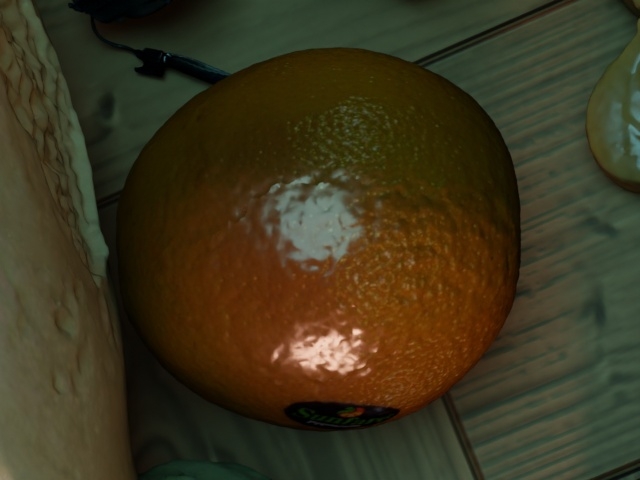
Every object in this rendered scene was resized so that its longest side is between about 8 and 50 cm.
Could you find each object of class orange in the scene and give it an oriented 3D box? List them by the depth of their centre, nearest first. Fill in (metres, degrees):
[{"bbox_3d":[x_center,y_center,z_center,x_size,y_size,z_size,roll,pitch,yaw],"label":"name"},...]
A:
[{"bbox_3d":[0.000,0.000,0.887,0.206,0.206,0.206,-3,76,11],"label":"orange"}]

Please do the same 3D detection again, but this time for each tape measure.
[{"bbox_3d":[-0.050,-0.140,1.013,0.179,0.104,0.107,29,63,-14],"label":"tape measure"}]

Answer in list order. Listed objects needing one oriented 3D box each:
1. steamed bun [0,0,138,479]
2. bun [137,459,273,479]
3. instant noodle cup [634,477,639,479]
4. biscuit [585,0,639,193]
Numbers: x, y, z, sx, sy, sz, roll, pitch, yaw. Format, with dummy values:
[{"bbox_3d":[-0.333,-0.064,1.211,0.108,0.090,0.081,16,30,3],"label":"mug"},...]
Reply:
[{"bbox_3d":[-0.304,-0.012,0.800,0.371,0.290,0.456,-22,67,1],"label":"steamed bun"},{"bbox_3d":[-0.054,0.215,0.878,0.212,0.126,0.204,30,84,11],"label":"bun"},{"bbox_3d":[0.198,0.188,0.795,0.182,0.230,0.230,-21,73,16],"label":"instant noodle cup"},{"bbox_3d":[0.315,-0.108,0.924,0.354,0.052,0.275,5,78,13],"label":"biscuit"}]
